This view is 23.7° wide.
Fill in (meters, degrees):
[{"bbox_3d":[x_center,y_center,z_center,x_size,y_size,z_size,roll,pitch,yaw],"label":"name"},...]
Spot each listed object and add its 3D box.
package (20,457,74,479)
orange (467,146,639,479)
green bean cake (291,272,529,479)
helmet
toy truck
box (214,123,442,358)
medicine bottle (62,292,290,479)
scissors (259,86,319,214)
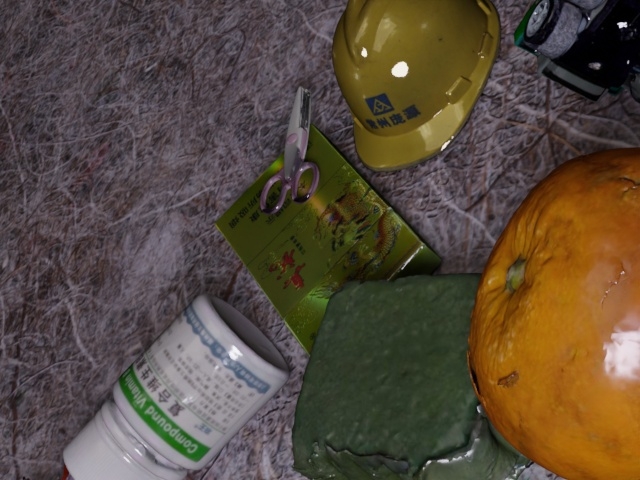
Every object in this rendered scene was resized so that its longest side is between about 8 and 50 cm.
[{"bbox_3d":[-0.293,0.361,1.688,0.194,0.071,0.269,-43,39,35],"label":"package"},{"bbox_3d":[0.248,0.061,1.230,0.284,0.226,0.284,-57,18,30],"label":"orange"},{"bbox_3d":[0.097,0.143,1.418,0.227,0.125,0.222,-8,51,40],"label":"green bean cake"},{"bbox_3d":[0.084,-0.222,1.735,0.205,0.140,0.257,-12,48,40],"label":"helmet"},{"bbox_3d":[0.320,-0.279,1.444,0.363,0.177,0.178,-52,21,39],"label":"toy truck"},{"bbox_3d":[0.000,0.000,1.706,0.173,0.043,0.311,-46,37,6],"label":"box"},{"bbox_3d":[-0.158,0.181,1.640,0.237,0.139,0.139,-45,37,8],"label":"medicine bottle"},{"bbox_3d":[-0.029,-0.109,1.777,0.085,0.022,0.176,-20,47,35],"label":"scissors"}]
